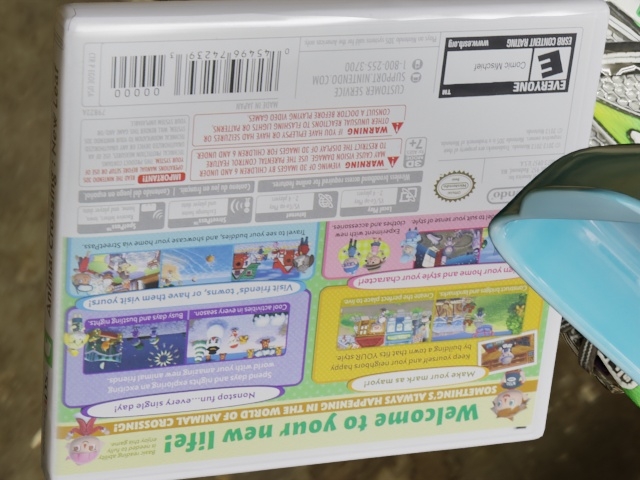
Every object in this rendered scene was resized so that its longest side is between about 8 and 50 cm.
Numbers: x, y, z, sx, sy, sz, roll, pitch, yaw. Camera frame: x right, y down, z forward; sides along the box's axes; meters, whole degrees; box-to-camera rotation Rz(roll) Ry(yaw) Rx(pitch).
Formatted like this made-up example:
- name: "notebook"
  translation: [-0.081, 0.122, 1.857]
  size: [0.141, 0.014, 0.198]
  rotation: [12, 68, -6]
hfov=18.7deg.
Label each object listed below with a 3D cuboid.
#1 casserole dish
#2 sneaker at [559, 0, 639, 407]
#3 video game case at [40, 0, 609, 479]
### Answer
- name: "casserole dish"
  translation: [0.130, 0.025, 0.554]
  size: [0.188, 0.114, 0.037]
  rotation: [39, 69, -32]
- name: "sneaker"
  translation: [0.125, -0.021, 0.841]
  size: [0.343, 0.134, 0.146]
  rotation: [28, 43, -15]
- name: "video game case"
  translation: [0.000, 0.000, 0.750]
  size: [0.212, 0.193, 0.023]
  rotation: [-4, 26, -20]
